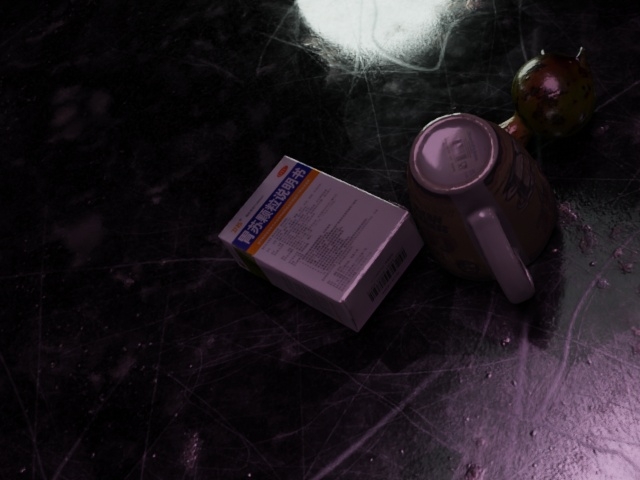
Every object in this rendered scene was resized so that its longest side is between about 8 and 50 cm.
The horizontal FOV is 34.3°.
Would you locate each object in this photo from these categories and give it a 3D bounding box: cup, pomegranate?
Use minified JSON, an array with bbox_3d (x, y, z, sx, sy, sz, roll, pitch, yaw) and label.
[{"bbox_3d":[0.247,-0.048,1.624,0.227,0.257,0.301,-26,62,13],"label":"cup"},{"bbox_3d":[0.371,-0.234,1.781,0.220,0.156,0.156,-28,51,8],"label":"pomegranate"}]

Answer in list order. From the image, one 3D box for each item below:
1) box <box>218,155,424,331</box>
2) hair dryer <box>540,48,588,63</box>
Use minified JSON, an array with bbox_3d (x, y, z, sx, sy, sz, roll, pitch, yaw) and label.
[{"bbox_3d":[0.000,0.000,1.801,0.299,0.106,0.200,26,70,36],"label":"box"},{"bbox_3d":[0.444,-0.324,1.894,0.083,0.031,0.079,-5,46,3],"label":"hair dryer"}]
